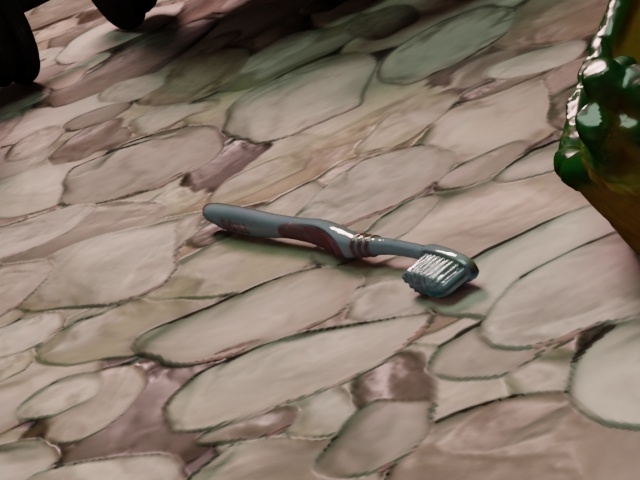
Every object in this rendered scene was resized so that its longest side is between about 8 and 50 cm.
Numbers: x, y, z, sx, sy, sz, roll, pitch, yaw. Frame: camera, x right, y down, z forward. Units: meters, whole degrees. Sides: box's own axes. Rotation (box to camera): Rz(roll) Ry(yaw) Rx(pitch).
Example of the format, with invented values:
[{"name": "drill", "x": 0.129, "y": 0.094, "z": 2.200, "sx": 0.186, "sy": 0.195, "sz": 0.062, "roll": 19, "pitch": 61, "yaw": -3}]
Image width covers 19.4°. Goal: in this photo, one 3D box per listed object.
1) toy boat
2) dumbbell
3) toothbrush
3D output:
[{"name": "toy boat", "x": 0.121, "y": -0.062, "z": 0.627, "sx": 0.089, "sy": 0.088, "sz": 0.229, "roll": -15, "pitch": 22, "yaw": 23}, {"name": "dumbbell", "x": -0.171, "y": -0.160, "z": 1.175, "sx": 0.208, "sy": 0.099, "sz": 0.099, "roll": -31, "pitch": 22, "yaw": -20}, {"name": "toothbrush", "x": 0.000, "y": 0.000, "z": 0.707, "sx": 0.019, "sy": 0.013, "sz": 0.193, "roll": -40, "pitch": 25, "yaw": -19}]
